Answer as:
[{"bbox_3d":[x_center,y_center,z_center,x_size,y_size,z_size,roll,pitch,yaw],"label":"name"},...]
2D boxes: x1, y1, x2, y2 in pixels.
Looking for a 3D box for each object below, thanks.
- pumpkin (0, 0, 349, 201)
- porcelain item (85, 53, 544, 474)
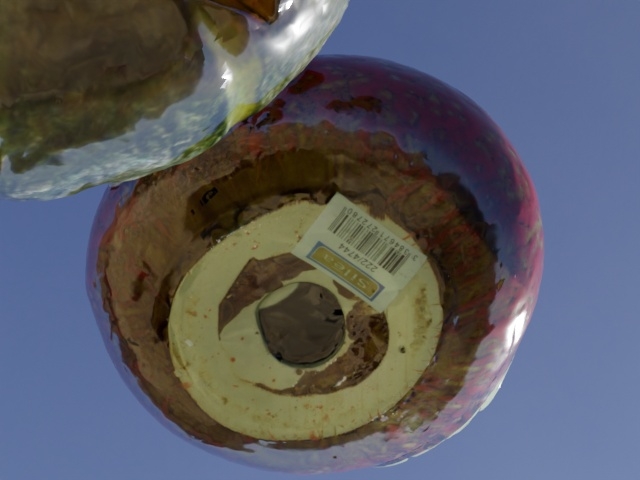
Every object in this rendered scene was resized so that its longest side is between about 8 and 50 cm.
[{"bbox_3d":[-0.090,-0.122,0.356,0.238,0.159,0.238,-2,-82,-12],"label":"pumpkin"},{"bbox_3d":[0.000,0.000,0.741,0.253,0.253,0.253,12,-58,19],"label":"porcelain item"}]
